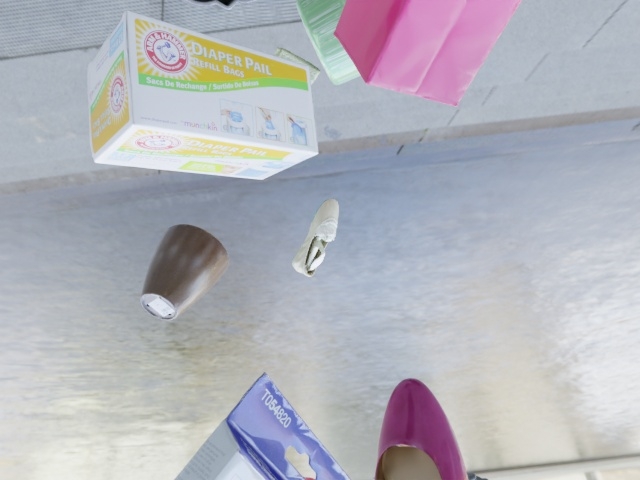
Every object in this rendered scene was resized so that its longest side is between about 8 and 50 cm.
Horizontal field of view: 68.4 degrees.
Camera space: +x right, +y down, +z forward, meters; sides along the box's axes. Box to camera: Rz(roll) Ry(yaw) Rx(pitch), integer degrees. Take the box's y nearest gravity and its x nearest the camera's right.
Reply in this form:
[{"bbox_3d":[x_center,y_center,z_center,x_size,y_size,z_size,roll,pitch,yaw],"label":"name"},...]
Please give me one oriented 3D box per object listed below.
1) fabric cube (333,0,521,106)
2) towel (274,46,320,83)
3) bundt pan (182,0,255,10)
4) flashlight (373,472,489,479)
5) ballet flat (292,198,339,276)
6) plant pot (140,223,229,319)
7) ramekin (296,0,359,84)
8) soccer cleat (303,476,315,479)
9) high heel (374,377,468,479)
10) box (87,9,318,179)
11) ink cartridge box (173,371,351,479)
[{"bbox_3d":[0.214,-0.487,1.017,0.259,0.254,0.258,4,135,-27],"label":"fabric cube"},{"bbox_3d":[-0.084,-0.506,1.415,0.148,0.027,0.110,21,131,-24],"label":"towel"},{"bbox_3d":[-0.223,-0.609,0.905,0.331,0.330,0.124,9,-172,-24],"label":"bundt pan"},{"bbox_3d":[0.202,0.477,0.881,0.103,0.103,0.304,29,145,-6],"label":"flashlight"},{"bbox_3d":[0.000,0.000,1.366,0.086,0.086,0.248,13,116,-30],"label":"ballet flat"},{"bbox_3d":[-0.405,0.107,1.347,0.215,0.230,0.215,9,132,10],"label":"plant pot"},{"bbox_3d":[0.049,-0.615,1.395,0.148,0.303,0.303,-23,146,12],"label":"ramekin"},{"bbox_3d":[-0.100,0.575,0.959,0.248,0.083,0.095,-20,132,-39],"label":"soccer cleat"},{"bbox_3d":[0.098,0.346,0.567,0.127,0.377,0.181,-19,145,28],"label":"high heel"},{"bbox_3d":[-0.117,-0.134,0.488,0.203,0.103,0.114,0,171,-40],"label":"box"},{"bbox_3d":[-0.053,0.264,0.387,0.045,0.224,0.223,6,136,46],"label":"ink cartridge box"}]
